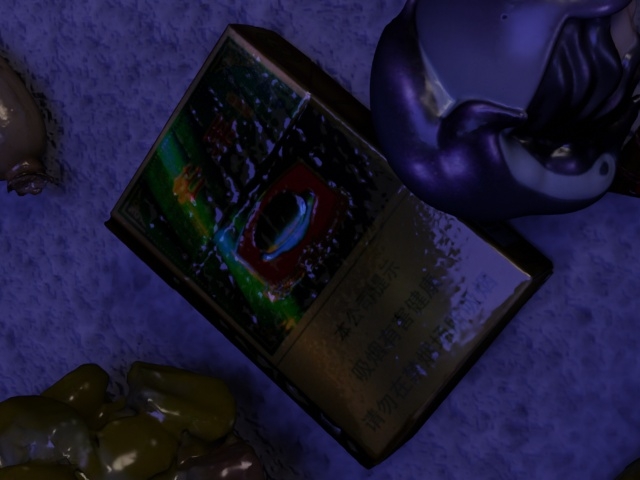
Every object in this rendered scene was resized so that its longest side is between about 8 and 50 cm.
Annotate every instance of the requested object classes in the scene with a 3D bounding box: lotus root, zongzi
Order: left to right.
[{"bbox_3d":[-0.239,-0.090,0.731,0.073,0.062,0.150,-38,79,20],"label":"lotus root"},{"bbox_3d":[0.199,-0.038,0.557,0.073,0.067,0.083,36,128,4],"label":"zongzi"}]

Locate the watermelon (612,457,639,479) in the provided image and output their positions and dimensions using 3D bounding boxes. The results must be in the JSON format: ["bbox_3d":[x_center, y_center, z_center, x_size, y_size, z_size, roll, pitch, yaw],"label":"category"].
[{"bbox_3d":[0.131,0.220,0.557,0.301,0.129,0.123,-54,46,20],"label":"watermelon"}]

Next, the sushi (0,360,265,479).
[{"bbox_3d":[-0.181,0.239,0.611,0.328,0.329,0.285,2,103,29],"label":"sushi"}]

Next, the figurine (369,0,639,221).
[{"bbox_3d":[0.099,-0.118,0.522,0.145,0.145,0.222,6,102,23],"label":"figurine"}]

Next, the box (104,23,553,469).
[{"bbox_3d":[0.000,0.000,0.632,0.240,0.071,0.159,41,113,15],"label":"box"}]
